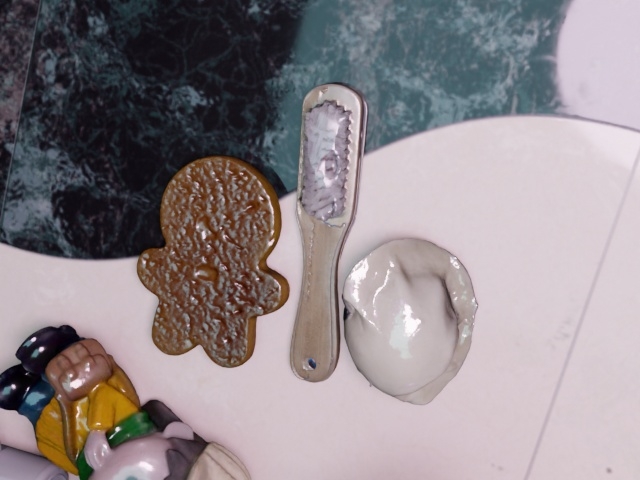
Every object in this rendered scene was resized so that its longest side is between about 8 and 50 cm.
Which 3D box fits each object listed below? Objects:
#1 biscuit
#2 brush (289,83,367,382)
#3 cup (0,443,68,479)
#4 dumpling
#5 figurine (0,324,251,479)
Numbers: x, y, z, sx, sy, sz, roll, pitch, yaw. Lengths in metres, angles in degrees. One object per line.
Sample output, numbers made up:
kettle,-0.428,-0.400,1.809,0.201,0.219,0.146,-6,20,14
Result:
biscuit,-0.116,0.023,1.155,0.179,0.039,0.236,14,104,14
brush,0.000,0.000,1.108,0.069,0.065,0.328,7,104,11
cup,-0.416,0.293,1.214,0.201,0.167,0.221,12,136,9
dumpling,0.097,0.087,1.090,0.150,0.092,0.177,-27,89,5
figurine,-0.212,0.242,1.181,0.185,0.204,0.332,-53,57,20
